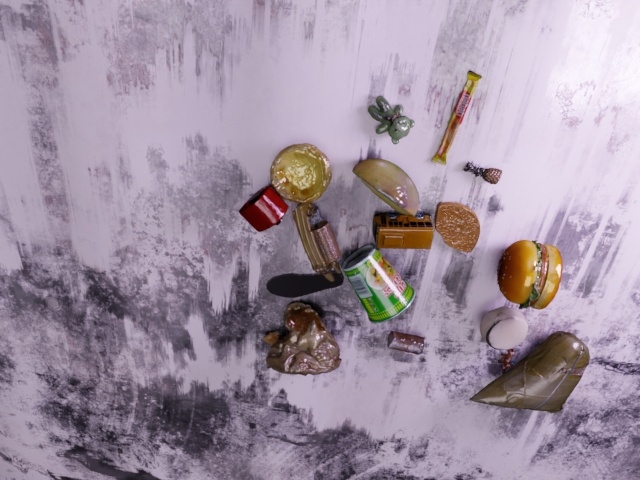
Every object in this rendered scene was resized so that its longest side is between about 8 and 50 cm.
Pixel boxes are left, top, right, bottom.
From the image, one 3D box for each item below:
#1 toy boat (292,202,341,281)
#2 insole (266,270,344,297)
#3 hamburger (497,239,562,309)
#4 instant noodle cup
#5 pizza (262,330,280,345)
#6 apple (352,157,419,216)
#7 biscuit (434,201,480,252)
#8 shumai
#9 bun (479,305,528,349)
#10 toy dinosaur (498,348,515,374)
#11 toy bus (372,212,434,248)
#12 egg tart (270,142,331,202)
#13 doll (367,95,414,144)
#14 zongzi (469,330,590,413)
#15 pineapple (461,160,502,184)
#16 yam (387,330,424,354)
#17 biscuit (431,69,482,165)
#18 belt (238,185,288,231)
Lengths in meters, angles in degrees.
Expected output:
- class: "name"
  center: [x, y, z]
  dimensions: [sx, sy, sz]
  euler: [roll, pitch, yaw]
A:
- class: "toy boat"
  center: [0.000, 0.000, 1.515]
  dimensions: [0.115, 0.089, 0.311]
  euler: [-2, 116, 39]
- class: "insole"
  center: [-0.061, 0.166, 1.657]
  dimensions: [0.309, 0.012, 0.110]
  euler: [-12, 114, 10]
- class: "hamburger"
  center: [0.693, 0.114, 1.444]
  dimensions: [0.169, 0.246, 0.246]
  euler: [14, 118, 10]
- class: "instant noodle cup"
  center: [0.193, 0.147, 1.534]
  dimensions: [0.207, 0.207, 0.233]
  euler: [-32, 104, 19]
- class: "pizza"
  center: [-0.196, 0.404, 1.783]
  dimensions: [0.078, 0.025, 0.083]
  euler: [-43, 125, 7]
- class: "apple"
  center: [0.230, -0.178, 1.367]
  dimensions: [0.264, 0.193, 0.120]
  euler: [34, 104, -10]
- class: "biscuit"
  center: [0.483, -0.050, 1.492]
  dimensions: [0.141, 0.029, 0.221]
  euler: [-36, 108, 21]
- class: "shumai"
  center: [-0.048, 0.382, 1.696]
  dimensions: [0.313, 0.267, 0.263]
  euler: [8, 88, -30]
- class: "bun"
  center: [0.688, 0.323, 1.612]
  dimensions: [0.172, 0.120, 0.173]
  euler: [-1, 117, -3]
- class: "toy dinosaur"
  center: [0.761, 0.496, 1.733]
  dimensions: [0.055, 0.049, 0.154]
  euler: [-5, 123, -7]
- class: "toy bus"
  center: [0.282, -0.028, 1.467]
  dimensions: [0.200, 0.114, 0.098]
  euler: [1, 125, 3]
- class: "egg tart"
  center: [-0.065, -0.225, 1.417]
  dimensions: [0.212, 0.090, 0.213]
  euler: [1, 117, 2]
- class: "doll"
  center: [0.217, -0.378, 1.330]
  dimensions: [0.150, 0.077, 0.115]
  euler: [40, 103, -3]
- class: "zongzi"
  center: [0.810, 0.503, 1.639]
  dimensions: [0.392, 0.174, 0.356]
  euler: [7, 115, -13]
- class: "pineapple"
  center: [0.528, -0.225, 1.395]
  dimensions: [0.124, 0.058, 0.058]
  euler: [21, 117, 10]
- class: "yam"
  center: [0.345, 0.411, 1.710]
  dimensions: [0.141, 0.079, 0.079]
  euler: [13, 117, 0]
- class: "biscuit"
  center: [0.426, -0.378, 1.334]
  dimensions: [0.048, 0.026, 0.292]
  euler: [24, 118, 14]
- class: "belt"
  center: [-0.188, -0.099, 1.443]
  dimensions: [0.124, 0.200, 0.128]
  euler: [47, 71, -17]
